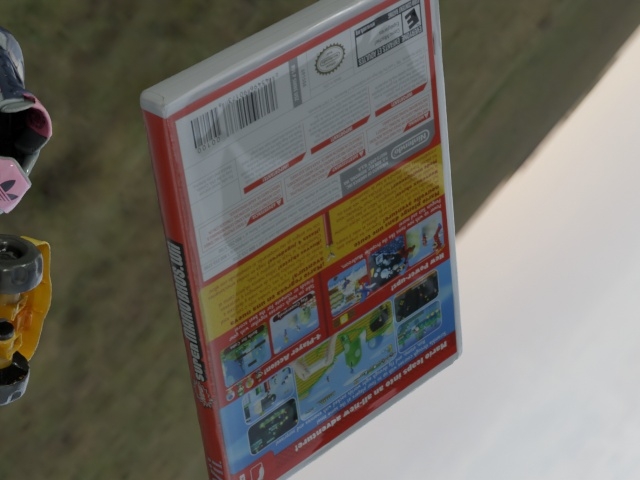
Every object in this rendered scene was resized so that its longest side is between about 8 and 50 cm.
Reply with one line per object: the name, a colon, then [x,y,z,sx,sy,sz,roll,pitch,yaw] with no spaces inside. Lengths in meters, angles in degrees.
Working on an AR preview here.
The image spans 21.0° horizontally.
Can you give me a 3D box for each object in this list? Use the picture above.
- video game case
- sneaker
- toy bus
video game case: [0.000,0.000,1.009,0.204,0.025,0.285,-32,130,-32]
sneaker: [-0.312,-0.119,1.692,0.131,0.112,0.319,-18,-142,18]
toy bus: [-0.359,0.067,1.459,0.220,0.211,0.149,-48,152,-58]
